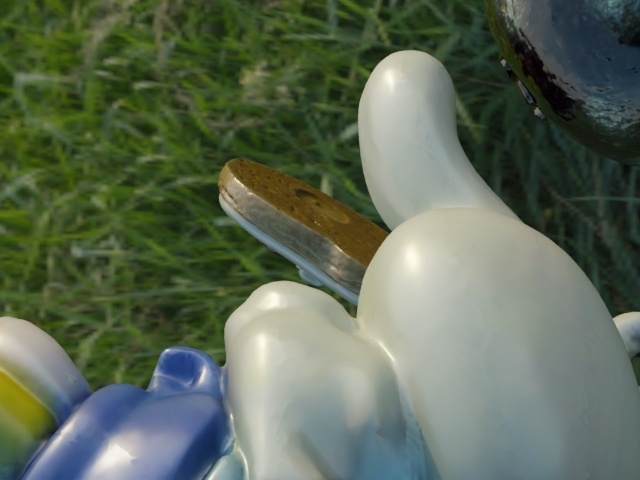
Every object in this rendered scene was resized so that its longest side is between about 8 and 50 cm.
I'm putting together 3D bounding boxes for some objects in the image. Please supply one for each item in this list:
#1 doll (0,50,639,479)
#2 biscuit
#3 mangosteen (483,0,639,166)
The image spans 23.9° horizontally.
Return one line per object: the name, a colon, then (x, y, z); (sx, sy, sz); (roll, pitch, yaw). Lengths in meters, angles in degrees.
doll: (0.009, 0.120, 0.679); (0.376, 0.366, 0.187); (52, 158, 40)
biscuit: (0.000, 0.000, 1.300); (0.208, 0.181, 0.049); (31, 101, 11)
mangosteen: (0.270, -0.197, 1.176); (0.288, 0.288, 0.288); (0, 90, 33)
